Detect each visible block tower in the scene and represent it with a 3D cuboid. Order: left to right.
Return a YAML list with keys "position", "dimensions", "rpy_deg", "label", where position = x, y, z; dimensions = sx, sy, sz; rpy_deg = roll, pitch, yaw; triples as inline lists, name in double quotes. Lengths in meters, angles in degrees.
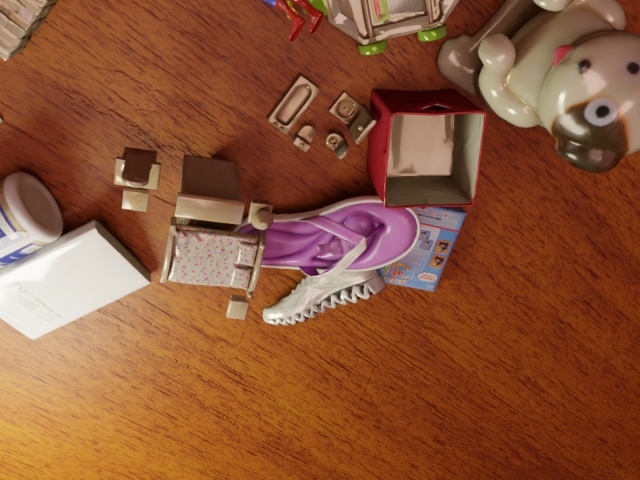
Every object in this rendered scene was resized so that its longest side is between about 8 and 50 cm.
- position: [-0.482, -0.461, 1.043]
  dimensions: [0.091, 0.097, 0.335]
  rpy_deg: [38, 108, -23]
  label: "block tower"

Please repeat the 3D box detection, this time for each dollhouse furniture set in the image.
- position: [-0.255, 0.032, 1.180]
  dimensions: [0.303, 0.174, 0.355]
  rpy_deg: [8, 119, -15]
  label: "dollhouse furniture set"
- position: [-0.002, -0.238, 1.202]
  dimensions: [0.151, 0.123, 0.144]
  rpy_deg: [33, 108, -21]
  label: "dollhouse furniture set"

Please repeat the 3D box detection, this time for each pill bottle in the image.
- position: [-0.667, -0.015, 1.209]
  dimensions: [0.264, 0.153, 0.153]
  rpy_deg: [-26, 117, 5]
  label: "pill bottle"

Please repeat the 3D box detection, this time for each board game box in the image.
- position: [0.222, 0.009, 1.406]
  dimensions: [0.160, 0.039, 0.211]
  rpy_deg: [11, 114, -13]
  label: "board game box"

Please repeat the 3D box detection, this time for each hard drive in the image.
- position: [-0.554, 0.091, 1.310]
  dimensions: [0.307, 0.040, 0.203]
  rpy_deg: [-26, 136, 5]
  label: "hard drive"

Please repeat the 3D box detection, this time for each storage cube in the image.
- position: [0.199, -0.187, 1.216]
  dimensions: [0.183, 0.193, 0.215]
  rpy_deg: [-2, 118, -7]
  label: "storage cube"

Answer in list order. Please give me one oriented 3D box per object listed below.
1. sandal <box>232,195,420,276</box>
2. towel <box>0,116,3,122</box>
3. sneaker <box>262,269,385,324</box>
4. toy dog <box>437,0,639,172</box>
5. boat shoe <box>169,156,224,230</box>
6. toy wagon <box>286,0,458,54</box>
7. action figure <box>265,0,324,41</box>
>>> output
- position: [0.004, 0.013, 1.282]
  dimensions: [0.416, 0.102, 0.169]
  rpy_deg: [-7, 118, 18]
  label: "sandal"
- position: [-0.661, -0.249, 1.171]
  dimensions: [0.060, 0.009, 0.083]
  rpy_deg: [-29, 117, 6]
  label: "towel"
- position: [-0.004, 0.109, 1.402]
  dimensions: [0.292, 0.110, 0.118]
  rpy_deg: [-22, 95, 9]
  label: "sneaker"
- position: [0.436, -0.276, 1.082]
  dimensions: [0.284, 0.408, 0.395]
  rpy_deg: [-38, 115, 12]
  label: "toy dog"
- position: [-0.256, -0.039, 1.300]
  dimensions: [0.104, 0.089, 0.285]
  rpy_deg: [16, 118, -32]
  label: "boat shoe"
- position: [0.093, -0.485, 1.122]
  dimensions: [0.344, 0.068, 0.267]
  rpy_deg: [-14, 117, 0]
  label: "toy wagon"
- position: [-0.136, -0.442, 1.078]
  dimensions: [0.280, 0.091, 0.139]
  rpy_deg: [48, 136, 5]
  label: "action figure"
